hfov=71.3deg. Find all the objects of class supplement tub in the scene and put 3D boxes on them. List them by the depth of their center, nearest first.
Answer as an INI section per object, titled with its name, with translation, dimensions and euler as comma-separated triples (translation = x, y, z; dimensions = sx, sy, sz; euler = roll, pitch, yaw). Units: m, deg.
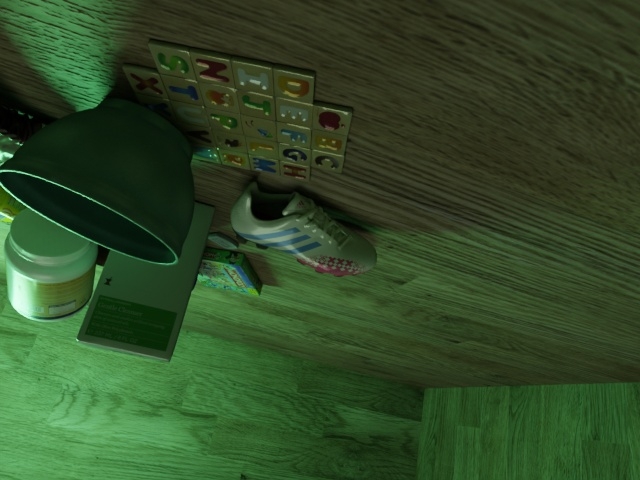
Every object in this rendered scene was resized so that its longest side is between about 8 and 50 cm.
[supplement tub]
translation = -0.776, 0.067, 1.295
dimensions = 0.229, 0.228, 0.316
euler = 19, 134, -16

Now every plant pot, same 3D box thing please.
[plant pot]
translation = -0.337, -0.110, 0.756
dimensions = 0.293, 0.196, 0.293
euler = 18, 159, 7

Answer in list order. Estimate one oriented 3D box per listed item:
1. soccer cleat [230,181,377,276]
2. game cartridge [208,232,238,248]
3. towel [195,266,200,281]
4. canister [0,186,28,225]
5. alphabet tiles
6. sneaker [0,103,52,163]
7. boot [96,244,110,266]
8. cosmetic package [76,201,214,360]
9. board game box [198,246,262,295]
[soccer cleat]
translation = -0.021, -0.021, 0.924
dimensions = 0.332, 0.115, 0.143
euler = 16, 136, -11
[game cartridge]
translation = -0.271, 0.001, 1.251
dimensions = 0.056, 0.017, 0.083
euler = -1, 155, 37
[towel]
translation = -0.482, 0.095, 1.338
dimensions = 0.228, 0.076, 0.308
euler = 9, 155, -16
[canister]
translation = -0.893, -0.088, 1.286
dimensions = 0.126, 0.073, 0.170
euler = 4, 158, 19
[alphabet tiles]
translation = -0.125, -0.188, 0.721
dimensions = 0.343, 0.011, 0.285
euler = 12, 158, 1
[sneaker]
translation = -0.546, -0.220, 0.783
dimensions = 0.163, 0.106, 0.281
euler = 3, 162, -16
[boot]
translation = -0.602, 0.023, 1.380
dimensions = 0.264, 0.096, 0.280
euler = 28, 150, -16
[cosmetic package]
translation = -0.390, 0.080, 1.039
dimensions = 0.197, 0.365, 0.155
euler = 15, 159, -13
[board game box]
translation = -0.327, 0.102, 1.484
dimensions = 0.214, 0.046, 0.317
euler = 9, 158, 8
